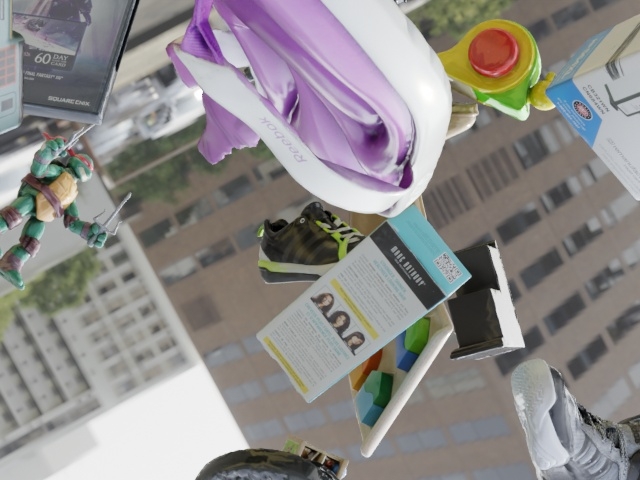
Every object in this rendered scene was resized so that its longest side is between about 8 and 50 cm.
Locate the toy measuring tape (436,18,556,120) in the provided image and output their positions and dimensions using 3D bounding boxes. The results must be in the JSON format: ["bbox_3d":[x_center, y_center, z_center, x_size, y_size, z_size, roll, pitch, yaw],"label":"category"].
[{"bbox_3d":[0.199,-0.276,1.572,0.121,0.330,0.121,-45,152,-31],"label":"toy measuring tape"}]

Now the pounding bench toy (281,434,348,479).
[{"bbox_3d":[-0.016,0.261,1.192,0.083,0.065,0.052,-65,-166,-11],"label":"pounding bench toy"}]

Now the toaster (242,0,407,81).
[{"bbox_3d":[0.015,-0.245,1.419,0.227,0.129,0.146,-28,160,3],"label":"toaster"}]

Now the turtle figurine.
[{"bbox_3d":[-0.367,-0.053,1.535,0.118,0.175,0.234,12,-126,48],"label":"turtle figurine"}]

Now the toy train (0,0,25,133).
[{"bbox_3d":[-0.346,-0.218,0.963,0.142,0.333,0.190,16,-154,20],"label":"toy train"}]

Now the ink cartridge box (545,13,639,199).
[{"bbox_3d":[0.318,-0.126,0.971,0.086,0.148,0.203,-47,-169,-20],"label":"ink cartridge box"}]

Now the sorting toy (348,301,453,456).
[{"bbox_3d":[0.087,0.135,1.354,0.193,0.038,0.208,-60,-167,19],"label":"sorting toy"}]

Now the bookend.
[{"bbox_3d":[0.206,0.077,1.487,0.072,0.156,0.157,-17,170,18],"label":"bookend"}]

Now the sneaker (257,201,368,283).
[{"bbox_3d":[0.000,0.000,1.355,0.235,0.097,0.084,-5,180,43],"label":"sneaker"}]

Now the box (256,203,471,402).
[{"bbox_3d":[0.041,0.072,1.203,0.244,0.100,0.060,-42,173,38],"label":"box"}]

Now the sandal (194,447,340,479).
[{"bbox_3d":[-0.033,0.315,1.165,0.168,0.445,0.107,12,-128,14],"label":"sandal"}]

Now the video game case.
[{"bbox_3d":[-0.322,-0.269,1.327,0.196,0.274,0.026,9,153,4],"label":"video game case"}]

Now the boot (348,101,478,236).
[{"bbox_3d":[0.142,-0.063,1.657,0.236,0.269,0.089,-6,-171,31],"label":"boot"}]

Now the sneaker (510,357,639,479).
[{"bbox_3d":[0.302,0.209,1.212,0.153,0.268,0.101,-19,-141,5],"label":"sneaker"}]

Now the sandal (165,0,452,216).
[{"bbox_3d":[-0.013,-0.071,0.609,0.102,0.169,0.416,-53,161,-4],"label":"sandal"}]
